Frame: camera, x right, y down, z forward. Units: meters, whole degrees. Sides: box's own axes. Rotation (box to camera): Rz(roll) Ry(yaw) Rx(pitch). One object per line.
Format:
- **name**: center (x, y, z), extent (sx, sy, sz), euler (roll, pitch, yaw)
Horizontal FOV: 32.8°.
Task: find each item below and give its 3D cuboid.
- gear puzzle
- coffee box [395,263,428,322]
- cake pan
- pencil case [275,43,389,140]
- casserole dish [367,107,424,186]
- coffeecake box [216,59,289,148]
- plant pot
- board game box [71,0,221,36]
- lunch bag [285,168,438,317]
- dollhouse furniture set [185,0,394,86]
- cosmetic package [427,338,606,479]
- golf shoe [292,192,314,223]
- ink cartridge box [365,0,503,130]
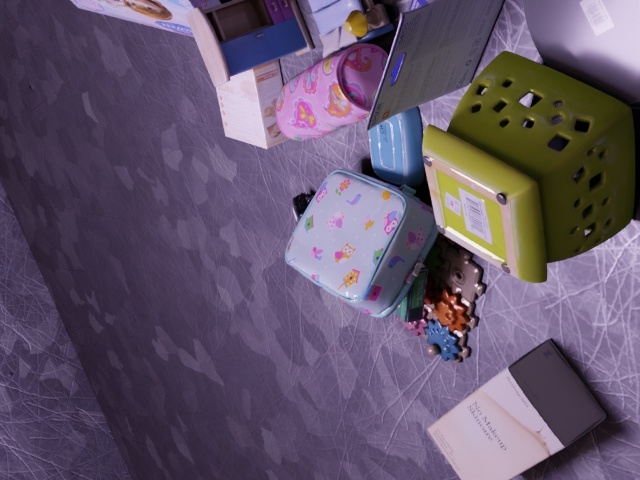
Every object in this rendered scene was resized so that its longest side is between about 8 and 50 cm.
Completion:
- **gear puzzle**: center (0.206, 0.070, 1.908), extent (0.175, 0.044, 0.339), euler (40, 141, 33)
- **coffee box**: center (0.133, 0.049, 1.943), extent (0.184, 0.040, 0.113), euler (-127, 33, -52)
- **cake pan**: center (0.373, -0.301, 1.392), extent (0.293, 0.054, 0.293), euler (35, 139, 37)
- **pencil case**: center (0.023, -0.247, 1.844), extent (0.124, 0.124, 0.284), euler (66, 156, -4)
- **casserole dish**: center (0.124, -0.170, 1.860), extent (0.114, 0.037, 0.188), euler (25, 131, 44)
- **coffeecake box**: center (-0.137, -0.287, 2.118), extent (0.142, 0.068, 0.185), euler (22, 130, 47)
- **plant pot**: center (0.276, -0.089, 1.491), extent (0.227, 0.207, 0.228), euler (35, 154, 38)
- **board game box**: center (-0.360, -0.483, 2.009), extent (0.319, 0.065, 0.318), euler (16, 173, 13)
- **lunch bag**: center (0.076, -0.003, 1.875), extent (0.108, 0.224, 0.279), euler (31, 179, -36)
- **dollhouse furniture set**: center (-0.070, -0.423, 1.802), extent (0.303, 0.198, 0.286), euler (-10, 105, 56)
- **cosmetic package**: center (0.325, 0.311, 1.850), extent (0.160, 0.113, 0.309), euler (55, 148, 14)
- **golf shoe**: center (0.000, 0.000, 2.124), extent (0.198, 0.077, 0.094), euler (55, 148, 15)
- **ink cartridge box**: center (0.157, -0.281, 1.555), extent (0.045, 0.224, 0.223), euler (47, 144, 24)
